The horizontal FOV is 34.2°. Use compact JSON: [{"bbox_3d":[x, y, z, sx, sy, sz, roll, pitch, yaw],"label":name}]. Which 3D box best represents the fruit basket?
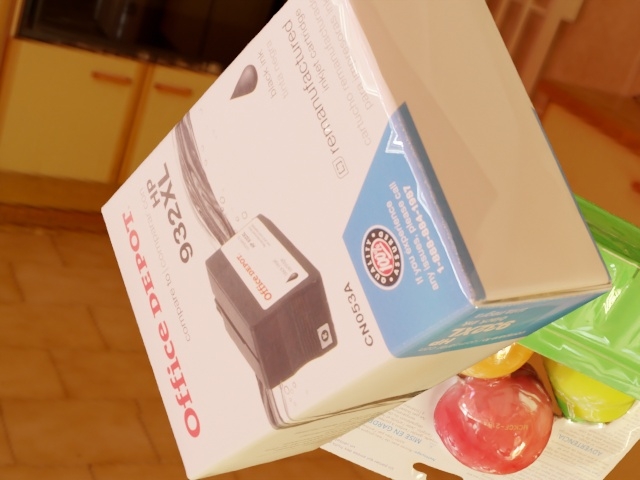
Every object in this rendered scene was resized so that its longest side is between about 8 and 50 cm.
[{"bbox_3d":[0.188,0.118,1.010,0.327,0.353,0.165,24,33,-15],"label":"fruit basket"}]

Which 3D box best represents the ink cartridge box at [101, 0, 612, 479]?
[{"bbox_3d":[0.000,0.000,0.685,0.129,0.307,0.223,-6,67,-41],"label":"ink cartridge box"}]
